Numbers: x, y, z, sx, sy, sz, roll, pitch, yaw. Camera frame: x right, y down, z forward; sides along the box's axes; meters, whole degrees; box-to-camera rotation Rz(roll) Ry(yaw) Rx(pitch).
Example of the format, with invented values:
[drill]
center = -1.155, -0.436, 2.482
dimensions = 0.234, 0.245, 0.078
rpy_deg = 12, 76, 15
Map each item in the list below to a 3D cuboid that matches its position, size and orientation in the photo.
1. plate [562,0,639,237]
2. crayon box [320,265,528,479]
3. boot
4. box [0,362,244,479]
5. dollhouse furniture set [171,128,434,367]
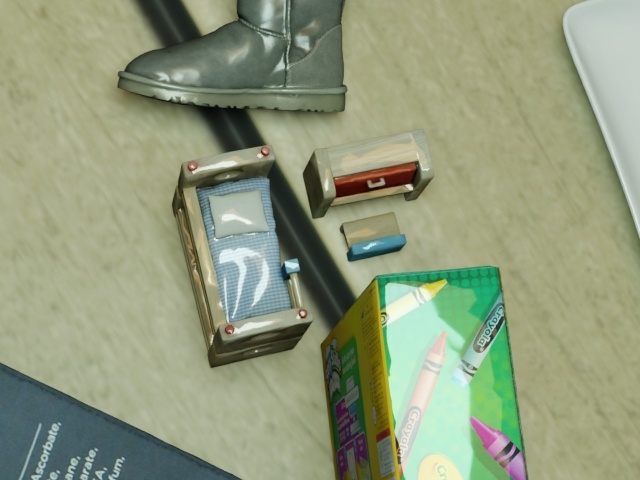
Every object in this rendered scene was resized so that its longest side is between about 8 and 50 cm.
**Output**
[plate]
center = 0.350, -0.082, 1.398
dimensions = 0.278, 0.045, 0.277
rpy_deg = -17, 81, -11
[crayon box]
center = 0.062, 0.124, 1.195
dimensions = 0.081, 0.278, 0.165
rpy_deg = -5, 79, -8
[boot]
center = -0.054, -0.202, 1.329
dimensions = 0.190, 0.076, 0.208
rpy_deg = -1, 101, -21
[box]
center = -0.208, 0.207, 1.050
dimensions = 0.395, 0.293, 0.212
rpy_deg = 30, 68, -33
[dollhouse furniture set]
center = 0.000, 0.000, 1.290
dimensions = 0.184, 0.129, 0.129
rpy_deg = -12, 80, -10
